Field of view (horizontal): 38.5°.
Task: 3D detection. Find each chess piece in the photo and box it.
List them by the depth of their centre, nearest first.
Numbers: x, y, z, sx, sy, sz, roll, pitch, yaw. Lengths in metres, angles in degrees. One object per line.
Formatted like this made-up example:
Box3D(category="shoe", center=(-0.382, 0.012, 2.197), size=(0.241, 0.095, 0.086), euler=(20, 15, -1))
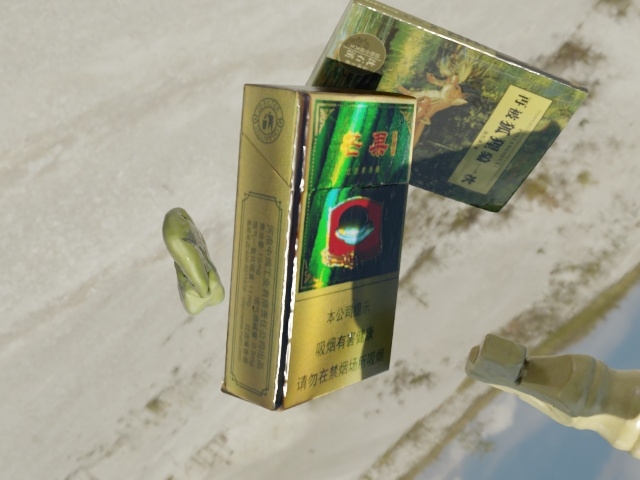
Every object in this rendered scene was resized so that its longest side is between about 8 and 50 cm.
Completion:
Box3D(category="chess piece", center=(0.247, 0.148, 0.929), size=(0.090, 0.200, 0.090), euler=(19, 90, -79))

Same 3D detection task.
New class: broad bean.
Box3D(category="broad bean", center=(-0.203, 0.029, 1.452), size=(0.072, 0.153, 0.206), euler=(-17, 141, -10))

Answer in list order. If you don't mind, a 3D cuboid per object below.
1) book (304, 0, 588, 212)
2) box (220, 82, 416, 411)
Box3D(category="book", center=(0.101, -0.116, 0.829), size=(0.024, 0.228, 0.160), euler=(-87, -159, -46))
Box3D(category="box", center=(0.000, 0.000, 0.724), size=(0.159, 0.071, 0.240), euler=(-9, 108, -51))
